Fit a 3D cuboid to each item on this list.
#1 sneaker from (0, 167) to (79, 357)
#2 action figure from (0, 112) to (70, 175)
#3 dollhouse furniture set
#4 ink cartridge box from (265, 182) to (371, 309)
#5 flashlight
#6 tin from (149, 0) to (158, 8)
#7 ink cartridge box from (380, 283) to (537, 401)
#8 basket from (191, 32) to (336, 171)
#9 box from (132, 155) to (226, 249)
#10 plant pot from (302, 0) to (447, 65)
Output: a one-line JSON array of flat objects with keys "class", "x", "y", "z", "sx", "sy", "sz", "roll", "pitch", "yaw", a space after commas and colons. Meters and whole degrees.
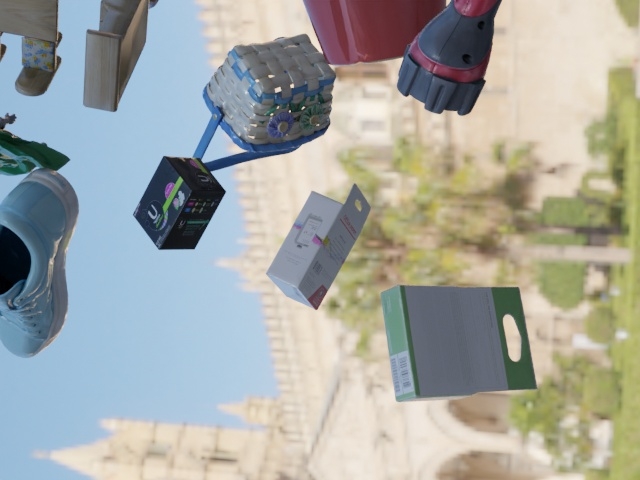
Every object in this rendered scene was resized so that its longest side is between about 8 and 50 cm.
[{"class": "sneaker", "x": -0.465, "y": 0.060, "z": 2.011, "sx": 0.150, "sy": 0.135, "sz": 0.365, "roll": -46, "pitch": -22, "yaw": -47}, {"class": "action figure", "x": -0.472, "y": -0.144, "z": 1.910, "sx": 0.232, "sy": 0.137, "sz": 0.063, "roll": 35, "pitch": -137, "yaw": -70}, {"class": "dollhouse furniture set", "x": -0.349, "y": -0.269, "z": 1.664, "sx": 0.161, "sy": 0.242, "sz": 0.212, "roll": -79, "pitch": 0, "yaw": -50}, {"class": "ink cartridge box", "x": 0.000, "y": 0.000, "z": 2.177, "sx": 0.198, "sy": 0.067, "sz": 0.115, "roll": -60, "pitch": -25, "yaw": -12}, {"class": "flashlight", "x": 0.177, "y": -0.290, "z": 1.491, "sx": 0.103, "sy": 0.103, "sz": 0.304, "roll": -118, "pitch": 39, "yaw": -47}, {"class": "tin", "x": -0.285, "y": -0.419, "z": 2.121, "sx": 0.190, "sy": 0.040, "sz": 0.106, "roll": -177, "pitch": 98, "yaw": -67}, {"class": "ink cartridge box", "x": 0.210, "y": 0.154, "z": 2.029, "sx": 0.235, "sy": 0.056, "sz": 0.171, "roll": 2, "pitch": -108, "yaw": -34}, {"class": "basket", "x": -0.111, "y": -0.250, "z": 2.604, "sx": 0.201, "sy": 0.255, "sz": 0.289, "roll": 58, "pitch": 146, "yaw": 21}, {"class": "box", "x": -0.151, "y": -0.040, "z": 1.432, "sx": 0.052, "sy": 0.062, "sz": 0.083, "roll": -1, "pitch": -49, "yaw": -46}, {"class": "plant pot", "x": 0.083, "y": -0.415, "z": 2.122, "sx": 0.275, "sy": 0.275, "sz": 0.243, "roll": -53, "pitch": -45, "yaw": -68}]
